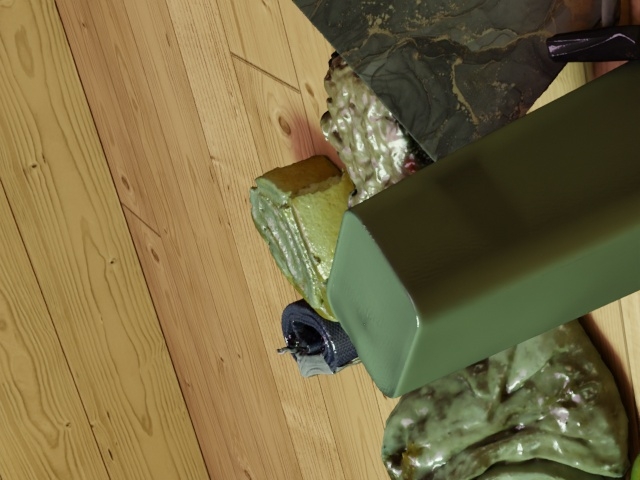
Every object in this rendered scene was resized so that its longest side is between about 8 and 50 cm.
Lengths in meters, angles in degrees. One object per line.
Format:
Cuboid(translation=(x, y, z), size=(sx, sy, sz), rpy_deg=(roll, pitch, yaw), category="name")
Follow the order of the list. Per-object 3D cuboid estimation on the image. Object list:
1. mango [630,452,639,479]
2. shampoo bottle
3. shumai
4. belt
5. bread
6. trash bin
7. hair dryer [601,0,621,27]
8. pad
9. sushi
Cuboid(translation=(0.407, 0.277, 1.567), size=(0.156, 0.114, 0.251), rpy_deg=(60, 175, -18), category="mango")
Cuboid(translation=(0.274, -0.183, 1.397), size=(0.137, 0.027, 0.048), rpy_deg=(2, 159, 44), category="shampoo bottle")
Cuboid(translation=(0.193, 0.214, 1.808), size=(0.309, 0.263, 0.304), rpy_deg=(39, 150, 52), category="shumai")
Cuboid(translation=(0.009, 0.152, 2.419), size=(0.140, 0.126, 0.230), rpy_deg=(67, 160, -2), category="belt")
Cuboid(translation=(0.000, 0.000, 2.260), size=(0.257, 0.124, 0.186), rpy_deg=(65, 161, -4), category="bread")
Cuboid(translation=(0.187, -0.008, 1.430), size=(0.158, 0.343, 0.223), rpy_deg=(59, 161, 23), category="trash bin")
Cuboid(translation=(0.243, -0.310, 1.308), size=(0.173, 0.107, 0.357), rpy_deg=(53, 164, 38), category="hair dryer")
Cuboid(translation=(0.119, -0.255, 1.578), size=(0.248, 0.007, 0.367), rpy_deg=(-54, 53, 23), category="pad")
Cuboid(translation=(0.124, -0.098, 1.743), size=(0.211, 0.170, 0.350), rpy_deg=(18, 131, 65), category="sushi")
